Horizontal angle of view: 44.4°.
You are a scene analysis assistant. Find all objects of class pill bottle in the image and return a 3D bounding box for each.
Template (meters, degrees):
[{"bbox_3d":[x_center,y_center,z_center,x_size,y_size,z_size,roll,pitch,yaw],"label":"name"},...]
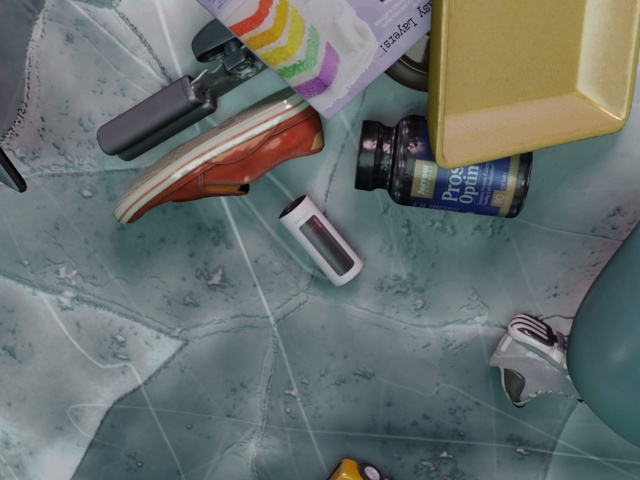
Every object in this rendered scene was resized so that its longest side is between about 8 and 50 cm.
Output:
[{"bbox_3d":[0.159,-0.101,1.040,0.219,0.123,0.122,7,113,3],"label":"pill bottle"}]

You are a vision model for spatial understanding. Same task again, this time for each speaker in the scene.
[{"bbox_3d":[0.000,0.000,1.136,0.055,0.055,0.136,-35,104,18],"label":"speaker"}]

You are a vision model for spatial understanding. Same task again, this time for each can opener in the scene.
[{"bbox_3d":[-0.186,-0.213,1.073,0.284,0.076,0.095,-27,75,16],"label":"can opener"}]

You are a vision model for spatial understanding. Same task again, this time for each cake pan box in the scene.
[{"bbox_3d":[0.019,-0.312,0.929,0.267,0.070,0.246,-38,121,20],"label":"cake pan box"}]

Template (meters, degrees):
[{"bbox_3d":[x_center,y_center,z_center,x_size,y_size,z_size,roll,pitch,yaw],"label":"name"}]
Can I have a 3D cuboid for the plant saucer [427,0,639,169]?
[{"bbox_3d":[0.244,-0.273,0.913,0.333,0.081,0.332,-14,115,-30],"label":"plant saucer"}]

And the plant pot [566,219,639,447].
[{"bbox_3d":[0.468,0.135,1.026,0.293,0.293,0.235,31,120,-7],"label":"plant pot"}]

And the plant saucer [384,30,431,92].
[{"bbox_3d":[0.150,-0.286,1.011,0.199,0.036,0.198,2,112,6],"label":"plant saucer"}]

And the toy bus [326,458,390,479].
[{"bbox_3d":[0.150,0.496,1.283,0.333,0.130,0.108,30,112,-7],"label":"toy bus"}]

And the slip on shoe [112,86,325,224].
[{"bbox_3d":[-0.142,-0.097,1.083,0.331,0.123,0.101,-26,111,11],"label":"slip on shoe"}]

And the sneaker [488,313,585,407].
[{"bbox_3d":[0.357,0.215,1.179,0.229,0.086,0.132,33,117,4],"label":"sneaker"}]

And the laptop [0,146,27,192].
[{"bbox_3d":[-0.642,-0.184,0.957,0.408,0.236,0.382,24,150,37],"label":"laptop"}]
